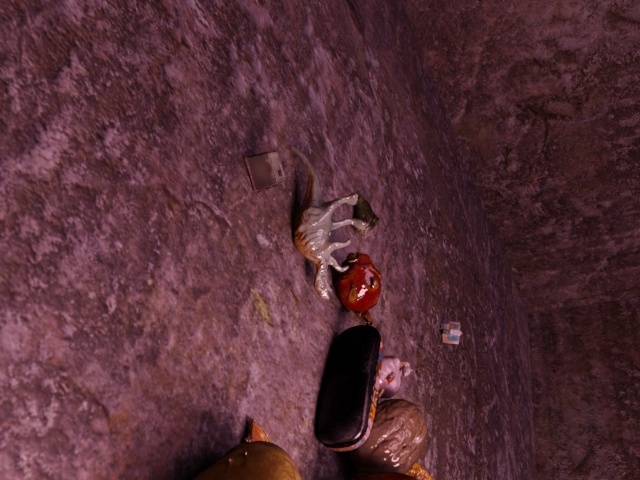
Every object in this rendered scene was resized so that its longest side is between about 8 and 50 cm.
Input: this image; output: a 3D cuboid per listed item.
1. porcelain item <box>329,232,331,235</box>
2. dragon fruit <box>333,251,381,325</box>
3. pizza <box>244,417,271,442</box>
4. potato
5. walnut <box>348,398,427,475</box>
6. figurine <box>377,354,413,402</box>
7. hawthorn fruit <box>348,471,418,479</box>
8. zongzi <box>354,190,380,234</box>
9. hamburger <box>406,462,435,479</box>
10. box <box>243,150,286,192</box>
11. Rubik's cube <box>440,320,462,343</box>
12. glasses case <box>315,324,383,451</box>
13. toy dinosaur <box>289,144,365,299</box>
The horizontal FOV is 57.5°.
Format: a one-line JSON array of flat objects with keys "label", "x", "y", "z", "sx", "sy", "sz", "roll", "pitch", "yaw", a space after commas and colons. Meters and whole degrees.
[{"label": "porcelain item", "x": 0.000, "y": 0.000, "z": 1.473, "sx": 0.083, "sy": 0.028, "sz": 0.036, "roll": -50, "pitch": 157, "yaw": -55}, {"label": "dragon fruit", "x": 0.105, "y": 0.144, "z": 1.529, "sx": 0.125, "sy": 0.125, "sz": 0.246, "roll": -39, "pitch": 137, "yaw": -29}, {"label": "pizza", "x": -0.120, "y": 0.379, "z": 1.078, "sx": 0.100, "sy": 0.029, "sz": 0.099, "roll": 18, "pitch": 54, "yaw": -62}, {"label": "potato", "x": -0.115, "y": 0.428, "z": 0.900, "sx": 0.266, "sy": 0.229, "sz": 0.229, "roll": -37, "pitch": 112, "yaw": -77}, {"label": "walnut", "x": 0.164, "y": 0.474, "z": 1.395, "sx": 0.230, "sy": 0.178, "sz": 0.178, "roll": -33, "pitch": 109, "yaw": -35}, {"label": "figurine", "x": 0.168, "y": 0.355, "z": 1.539, "sx": 0.112, "sy": 0.137, "sz": 0.229, "roll": 48, "pitch": 18, "yaw": 15}, {"label": "hawthorn fruit", "x": 0.138, "y": 0.623, "z": 1.171, "sx": 0.316, "sy": 0.315, "sz": 0.316, "roll": 36, "pitch": 47, "yaw": -51}, {"label": "zongzi", "x": 0.118, "y": -0.080, "z": 1.720, "sx": 0.119, "sy": 0.055, "sz": 0.109, "roll": 60, "pitch": 31, "yaw": -6}, {"label": "hamburger", "x": 0.216, "y": 0.659, "z": 1.448, "sx": 0.237, "sy": 0.148, "sz": 0.237, "roll": 39, "pitch": 43, "yaw": -51}, {"label": "box", "x": -0.120, "y": -0.155, "z": 1.286, "sx": 0.060, "sy": 0.063, "sz": 0.085, "roll": -23, "pitch": 97, "yaw": -62}, {"label": "Rubik's cube", "x": 0.494, "y": 0.340, "z": 2.203, "sx": 0.084, "sy": 0.075, "sz": 0.073, "roll": -89, "pitch": 169, "yaw": -56}, {"label": "glasses case", "x": 0.072, "y": 0.332, "z": 1.353, "sx": 0.082, "sy": 0.122, "sz": 0.321, "roll": 55, "pitch": 34, "yaw": -33}, {"label": "toy dinosaur", "x": 0.009, "y": -0.067, "z": 1.422, "sx": 0.205, "sy": 0.092, "sz": 0.393, "roll": -20, "pitch": 87, "yaw": -25}]
